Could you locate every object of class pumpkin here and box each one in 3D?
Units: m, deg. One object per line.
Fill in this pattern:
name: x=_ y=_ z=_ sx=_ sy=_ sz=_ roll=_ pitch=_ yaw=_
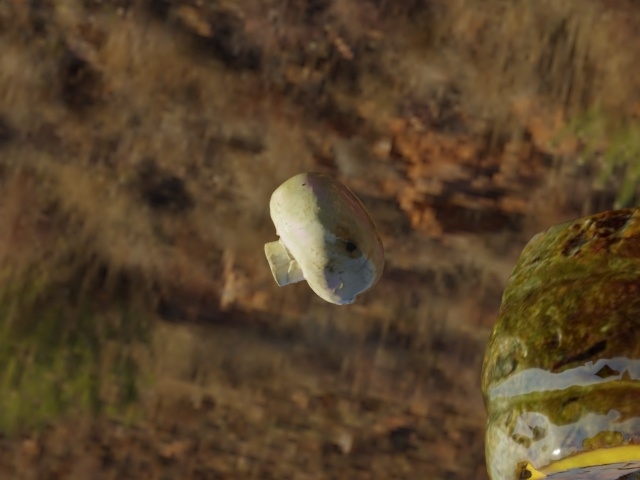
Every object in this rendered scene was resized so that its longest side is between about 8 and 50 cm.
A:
pumpkin: x=0.210 y=0.084 z=0.832 sx=0.317 sy=0.139 sz=0.222 roll=14 pitch=161 yaw=-31

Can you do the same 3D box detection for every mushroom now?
mushroom: x=0.000 y=0.000 z=1.030 sx=0.067 sy=0.083 sz=0.083 roll=-25 pitch=154 yaw=4
